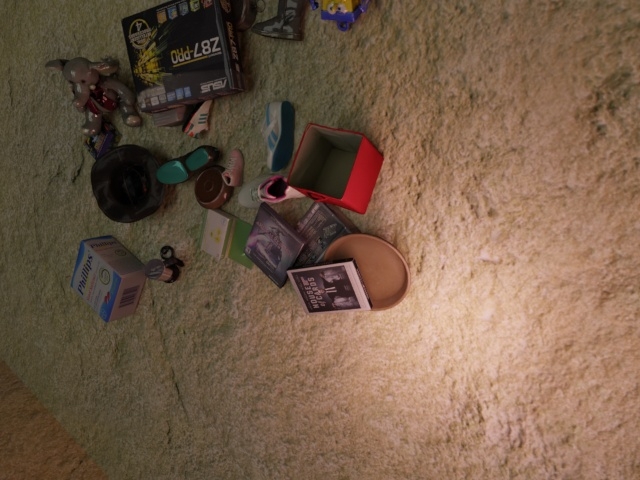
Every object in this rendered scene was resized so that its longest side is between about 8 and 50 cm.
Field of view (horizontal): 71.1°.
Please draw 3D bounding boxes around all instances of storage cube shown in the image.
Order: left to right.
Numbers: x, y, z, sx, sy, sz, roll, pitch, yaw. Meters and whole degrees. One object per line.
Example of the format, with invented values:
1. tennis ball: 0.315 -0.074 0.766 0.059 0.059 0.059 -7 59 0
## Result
1. storage cube: 0.047 -0.199 1.289 0.184 0.193 0.214 18 89 26

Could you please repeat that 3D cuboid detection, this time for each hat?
1. hat: -0.749 -0.232 1.815 0.332 0.134 0.331 2 101 11

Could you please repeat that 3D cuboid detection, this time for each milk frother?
1. milk frother: -0.642 0.089 1.810 0.143 0.135 0.129 42 86 14

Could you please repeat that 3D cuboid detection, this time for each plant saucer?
1. plant saucer: -0.405 -0.200 1.651 0.169 0.029 0.168 -5 79 27
2. plant saucer: 0.140 0.093 1.364 0.278 0.041 0.277 11 122 18

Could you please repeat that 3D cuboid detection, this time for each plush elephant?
1. plush elephant: -0.886 -0.592 1.739 0.272 0.255 0.329 -1 92 13

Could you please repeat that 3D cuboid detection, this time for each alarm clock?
1. alarm clock: -0.261 -0.762 1.472 0.192 0.064 0.129 6 102 26

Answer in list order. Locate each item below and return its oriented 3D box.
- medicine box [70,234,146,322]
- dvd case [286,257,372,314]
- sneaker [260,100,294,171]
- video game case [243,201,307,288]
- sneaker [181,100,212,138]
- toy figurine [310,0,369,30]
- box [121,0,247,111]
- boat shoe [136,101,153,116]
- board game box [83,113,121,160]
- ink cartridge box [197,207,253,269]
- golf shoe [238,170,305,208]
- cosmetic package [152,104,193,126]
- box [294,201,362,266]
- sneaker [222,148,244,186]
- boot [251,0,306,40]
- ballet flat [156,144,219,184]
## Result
1. medicine box: -0.943 0.167 1.995 0.289 0.149 0.263 35 115 19
2. dvd case: 0.026 0.149 1.408 0.239 0.029 0.179 -10 114 29
3. sneaker: -0.147 -0.341 1.475 0.092 0.087 0.228 12 99 35
4. video game case: -0.161 0.023 1.513 0.196 0.026 0.274 43 140 13
5. sneaker: -0.434 -0.446 1.640 0.161 0.075 0.057 -55 38 1
6. toy figurine: 0.093 -0.706 1.260 0.363 0.191 0.217 15 137 20
7. box: -0.460 -0.623 1.501 0.395 0.097 0.318 -5 101 22
8. boat shoe: -0.670 -0.513 1.766 0.135 0.045 0.050 27 112 24
9. board game box: -0.948 -0.437 1.943 0.141 0.048 0.170 48 119 16
10. ink cartridge box: -0.343 -0.007 1.666 0.235 0.056 0.171 26 111 26
11. golf shoe: -0.177 -0.170 1.488 0.306 0.140 0.115 -13 94 33
12. cosmetic package: -0.557 -0.550 1.659 0.127 0.107 0.237 -5 100 28
13. box: 0.000 0.000 1.463 0.183 0.056 0.231 45 118 14
14. sneaker: -0.313 -0.256 1.591 0.051 0.070 0.134 8 102 31
15. boot: -0.119 -0.736 1.384 0.190 0.076 0.208 12 113 13
16. ballet flat: -0.484 -0.279 1.671 0.281 0.096 0.095 -15 104 28
